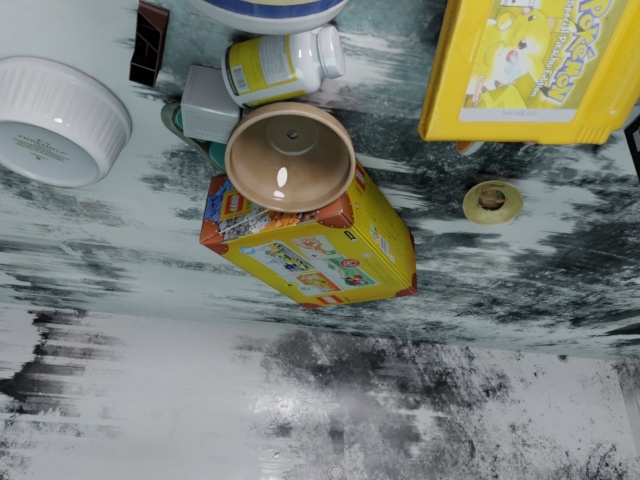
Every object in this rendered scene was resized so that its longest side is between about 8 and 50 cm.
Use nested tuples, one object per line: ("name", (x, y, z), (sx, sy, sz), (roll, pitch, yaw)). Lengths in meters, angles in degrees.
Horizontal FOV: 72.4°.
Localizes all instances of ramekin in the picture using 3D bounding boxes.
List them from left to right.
("ramekin", (-0.532, -0.215, 0.871), (0.273, 0.127, 0.272), (3, 154, 1))

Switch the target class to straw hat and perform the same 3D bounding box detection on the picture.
("straw hat", (0.411, -0.107, 1.053), (0.145, 0.061, 0.144), (6, 137, 6))

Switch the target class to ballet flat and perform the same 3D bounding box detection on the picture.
("ballet flat", (-0.246, -0.215, 0.924), (0.068, 0.072, 0.213), (19, 165, 37))

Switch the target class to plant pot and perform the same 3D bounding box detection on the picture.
("plant pot", (-0.055, -0.170, 0.824), (0.238, 0.109, 0.237), (-1, 139, -1))

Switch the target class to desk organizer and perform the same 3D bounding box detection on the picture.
("desk organizer", (-0.285, -0.318, 0.722), (0.047, 0.050, 0.130), (14, 151, -20))

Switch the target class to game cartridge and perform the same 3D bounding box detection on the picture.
("game cartridge", (0.321, -0.267, 0.602), (0.324, 0.052, 0.285), (0, 130, -7))

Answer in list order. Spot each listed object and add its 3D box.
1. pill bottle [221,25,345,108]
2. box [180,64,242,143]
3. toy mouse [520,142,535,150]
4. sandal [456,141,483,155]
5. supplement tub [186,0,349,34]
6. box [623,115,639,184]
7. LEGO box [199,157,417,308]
("pill bottle", (-0.058, -0.283, 0.709), (0.184, 0.103, 0.103), (-7, 152, 19))
("box", (-0.193, -0.245, 0.799), (0.102, 0.101, 0.087), (9, 152, -10))
("toy mouse", (0.437, -0.225, 0.848), (0.143, 0.031, 0.161), (18, 150, -27))
("sandal", (0.281, -0.236, 0.766), (0.076, 0.101, 0.265), (5, 155, -9))
("supplement tub", (-0.043, -0.379, 0.376), (0.229, 0.228, 0.316), (7, 153, -8))
("box", (0.637, -0.132, 0.689), (0.080, 0.321, 0.257), (6, 152, -2))
("LEGO box", (0.000, 0.000, 1.162), (0.373, 0.193, 0.500), (-11, 149, 26))
